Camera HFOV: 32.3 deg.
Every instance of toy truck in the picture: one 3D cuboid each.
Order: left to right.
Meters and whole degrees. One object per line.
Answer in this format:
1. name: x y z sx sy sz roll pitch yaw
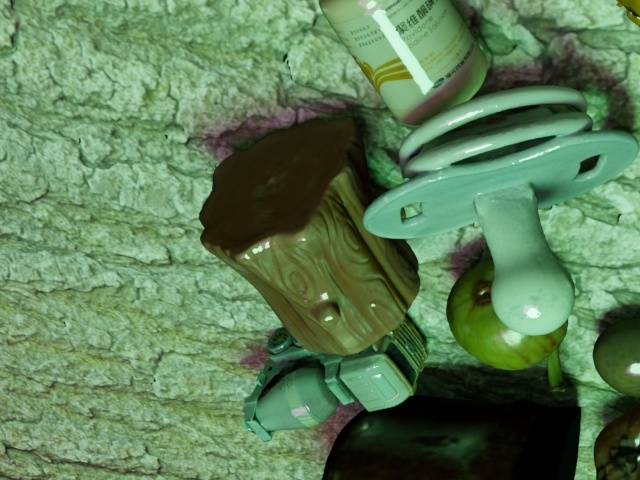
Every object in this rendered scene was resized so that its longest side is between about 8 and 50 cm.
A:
1. toy truck: 0.012 0.189 1.499 0.256 0.140 0.108 -18 124 33

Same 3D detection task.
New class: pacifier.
1. pacifier: 0.200 -0.016 1.144 0.299 0.233 0.244 -16 169 2

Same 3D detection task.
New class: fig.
1. fig: 0.247 0.092 1.339 0.186 0.148 0.142 7 134 -44

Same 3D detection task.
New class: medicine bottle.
1. medicine bottle: 0.061 -0.238 1.090 0.114 0.114 0.252 -19 123 33

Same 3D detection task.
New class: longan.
1. longan: 0.390 0.144 1.352 0.113 0.092 0.113 10 133 11

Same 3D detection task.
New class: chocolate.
1. chocolate: 0.156 0.361 1.474 0.331 0.384 0.384 13 136 18

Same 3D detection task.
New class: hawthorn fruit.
1. hawthorn fruit: 0.481 0.319 1.423 0.262 0.211 0.210 27 138 -29

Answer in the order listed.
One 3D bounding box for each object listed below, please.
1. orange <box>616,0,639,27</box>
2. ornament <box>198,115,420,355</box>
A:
1. orange: 0.344 -0.299 0.806 0.340 0.293 0.341 3 148 2
2. ornament: 0.000 0.000 1.296 0.235 0.221 0.218 33 163 53
